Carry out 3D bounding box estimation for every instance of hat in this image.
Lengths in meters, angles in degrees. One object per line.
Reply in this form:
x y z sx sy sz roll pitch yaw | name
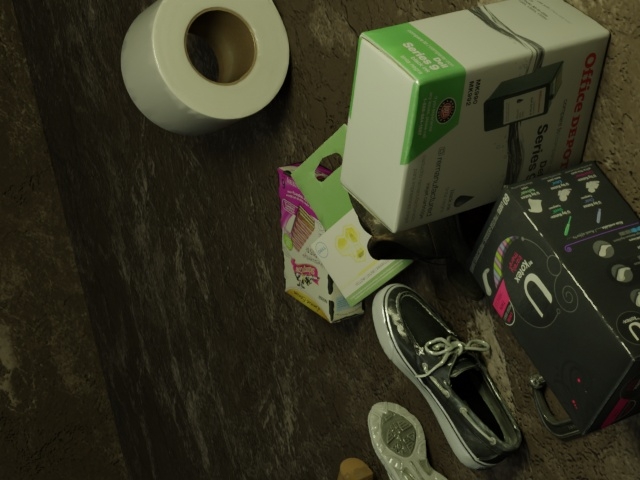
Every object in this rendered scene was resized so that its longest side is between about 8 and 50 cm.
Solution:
0.110 -0.049 1.874 0.331 0.134 0.331 164 90 -86 | hat

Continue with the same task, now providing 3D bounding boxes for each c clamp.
0.325 0.194 1.826 0.137 0.022 0.161 63 150 12 | c clamp

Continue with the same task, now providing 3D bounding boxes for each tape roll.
-0.196 -0.309 2.304 0.169 0.246 0.246 -14 92 63 | tape roll

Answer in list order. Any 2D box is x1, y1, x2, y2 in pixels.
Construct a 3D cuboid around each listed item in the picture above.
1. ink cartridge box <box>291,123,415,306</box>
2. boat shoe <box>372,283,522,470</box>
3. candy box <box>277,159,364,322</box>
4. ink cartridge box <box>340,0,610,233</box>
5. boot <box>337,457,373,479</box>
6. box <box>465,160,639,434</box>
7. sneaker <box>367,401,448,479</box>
0.044 -0.036 2.108 0.235 0.056 0.171 55 136 5 | ink cartridge box
0.186 0.184 1.984 0.306 0.113 0.105 63 145 16 | boat shoe
0.000 0.000 2.285 0.159 0.071 0.233 30 130 53 | candy box
0.182 -0.156 1.614 0.121 0.289 0.211 45 141 40 | ink cartridge box
0.103 0.536 2.361 0.295 0.104 0.211 -125 27 -43 | boot
0.318 0.064 1.630 0.270 0.143 0.165 57 149 30 | box
0.134 0.374 2.213 0.232 0.090 0.115 63 155 23 | sneaker
